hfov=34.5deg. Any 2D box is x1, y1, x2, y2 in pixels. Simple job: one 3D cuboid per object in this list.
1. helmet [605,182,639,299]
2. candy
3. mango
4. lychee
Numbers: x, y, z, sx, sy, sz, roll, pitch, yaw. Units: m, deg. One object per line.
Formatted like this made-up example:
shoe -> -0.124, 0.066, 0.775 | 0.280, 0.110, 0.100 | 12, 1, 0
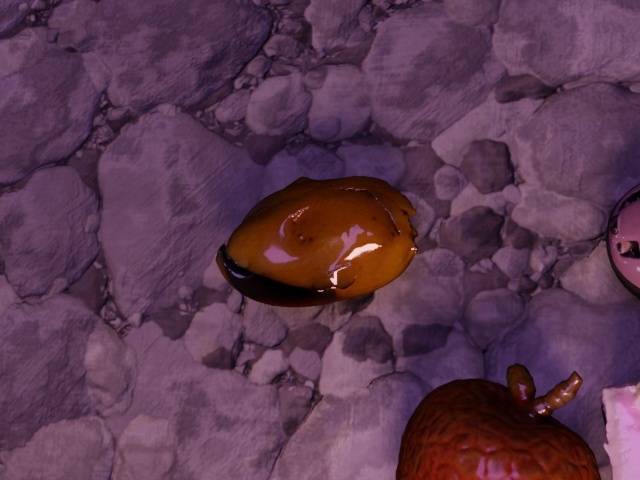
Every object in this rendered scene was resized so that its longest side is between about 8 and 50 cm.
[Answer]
helmet -> 0.496, -0.006, 1.319 | 0.253, 0.154, 0.198 | 2, 70, 23
candy -> 0.404, 0.302, 1.226 | 0.115, 0.155, 0.265 | -7, 67, 14
mango -> 0.000, 0.000, 1.470 | 0.287, 0.152, 0.201 | -2, 73, 18
lychee -> 0.214, 0.278, 1.249 | 0.255, 0.255, 0.300 | 25, 111, 24
